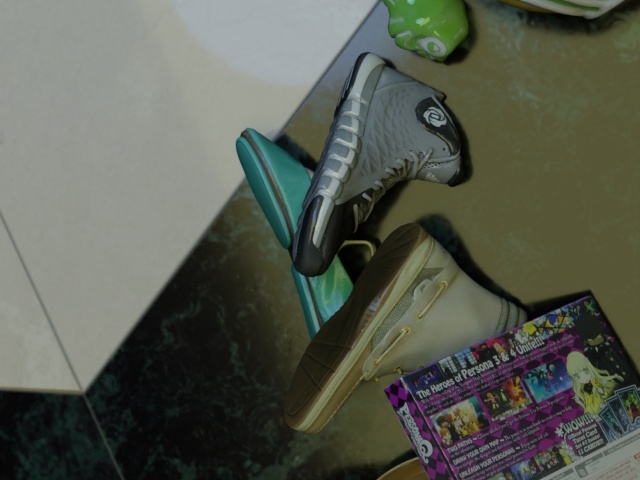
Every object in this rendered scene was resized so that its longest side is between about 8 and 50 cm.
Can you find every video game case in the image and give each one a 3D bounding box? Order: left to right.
[{"bbox_3d":[0.197,0.178,1.202,0.232,0.042,0.210,-20,76,-32],"label":"video game case"}]

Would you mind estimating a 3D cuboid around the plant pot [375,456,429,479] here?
[{"bbox_3d":[0.134,0.315,1.321,0.236,0.032,0.236,1,95,11],"label":"plant pot"}]

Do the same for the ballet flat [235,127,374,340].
[{"bbox_3d":[0.000,0.000,1.311,0.087,0.083,0.247,-21,90,-12],"label":"ballet flat"}]

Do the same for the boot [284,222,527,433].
[{"bbox_3d":[0.081,0.113,1.256,0.165,0.077,0.213,37,85,-25],"label":"boot"}]

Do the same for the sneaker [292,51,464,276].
[{"bbox_3d":[0.063,-0.057,1.251,0.132,0.086,0.229,21,67,-6],"label":"sneaker"}]

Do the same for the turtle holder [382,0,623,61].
[{"bbox_3d":[0.179,-0.291,1.166,0.320,0.243,0.227,-44,102,2],"label":"turtle holder"}]
